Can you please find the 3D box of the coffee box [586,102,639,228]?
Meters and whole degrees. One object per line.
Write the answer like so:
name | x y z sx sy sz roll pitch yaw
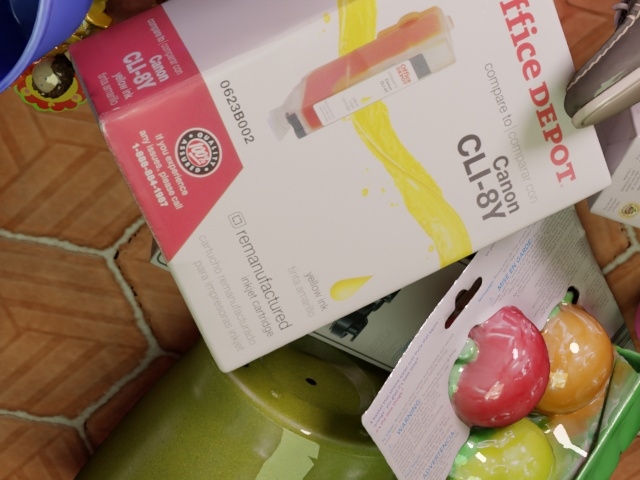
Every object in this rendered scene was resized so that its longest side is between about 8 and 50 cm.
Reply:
coffee box | 0.371 -0.064 1.657 0.247 0.141 0.098 17 127 -12

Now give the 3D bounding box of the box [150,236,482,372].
box | 0.000 0.000 1.746 0.290 0.087 0.169 25 124 -18

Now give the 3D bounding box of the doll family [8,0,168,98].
doll family | -0.201 -0.239 1.549 0.163 0.118 0.263 39 117 -6

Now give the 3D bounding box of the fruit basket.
fruit basket | 0.176 0.139 1.731 0.165 0.327 0.353 16 151 42

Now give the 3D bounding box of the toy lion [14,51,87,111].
toy lion | -0.260 -0.160 1.658 0.100 0.034 0.096 12 136 -9

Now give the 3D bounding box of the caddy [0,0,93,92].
caddy | -0.311 -0.271 1.402 0.241 0.179 0.341 2 108 16

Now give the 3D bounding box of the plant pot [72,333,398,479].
plant pot | -0.078 0.268 1.828 0.366 0.366 0.353 22 114 -16

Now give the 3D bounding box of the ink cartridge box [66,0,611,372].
ink cartridge box | 0.022 -0.105 1.531 0.385 0.160 0.279 -26 123 -4

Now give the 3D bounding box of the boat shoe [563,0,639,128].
boat shoe | 0.320 -0.216 1.490 0.335 0.095 0.112 -35 169 -9

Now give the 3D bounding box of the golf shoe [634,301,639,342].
golf shoe | 0.477 0.084 1.810 0.306 0.115 0.140 -9 140 15
